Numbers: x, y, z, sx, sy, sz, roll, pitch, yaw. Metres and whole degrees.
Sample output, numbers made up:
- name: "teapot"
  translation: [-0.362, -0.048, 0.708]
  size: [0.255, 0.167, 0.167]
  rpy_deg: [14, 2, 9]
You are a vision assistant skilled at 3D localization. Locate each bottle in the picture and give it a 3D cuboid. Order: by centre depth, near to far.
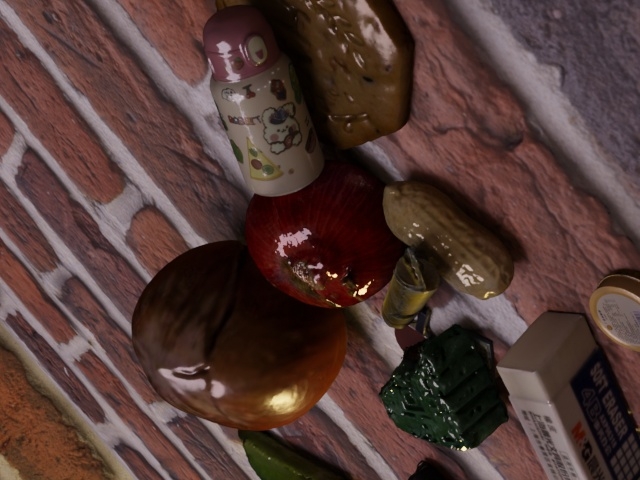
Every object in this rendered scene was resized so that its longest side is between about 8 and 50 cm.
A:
- name: "bottle"
  translation: [-0.082, -0.189, 1.428]
  size: [0.120, 0.120, 0.253]
  rpy_deg: [19, 141, 42]

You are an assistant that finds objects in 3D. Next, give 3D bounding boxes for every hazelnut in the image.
- name: "hazelnut"
  translation: [-0.140, 0.172, 1.832]
  size: [0.372, 0.372, 0.315]
  rpy_deg: [25, 116, 36]

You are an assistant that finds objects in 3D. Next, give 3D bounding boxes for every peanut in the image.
- name: "peanut"
  translation: [0.168, -0.005, 1.435]
  size: [0.214, 0.090, 0.098]
  rpy_deg: [43, -165, 14]

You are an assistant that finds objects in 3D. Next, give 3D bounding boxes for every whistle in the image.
- name: "whistle"
  translation: [0.122, 0.071, 1.511]
  size: [0.326, 0.057, 0.068]
  rpy_deg: [90, 161, -77]

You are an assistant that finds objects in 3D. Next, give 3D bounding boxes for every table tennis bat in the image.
- name: "table tennis bat"
  translation: [0.159, 0.154, 1.720]
  size: [0.095, 0.014, 0.158]
  rpy_deg: [37, 152, 23]

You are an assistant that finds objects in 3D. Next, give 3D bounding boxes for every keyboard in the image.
- name: "keyboard"
  translation: [0.247, 0.207, 1.664]
  size: [0.055, 0.014, 0.176]
  rpy_deg: [23, 143, 34]

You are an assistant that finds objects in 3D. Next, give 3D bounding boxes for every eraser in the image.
- name: "eraser"
  translation: [0.345, 0.241, 1.453]
  size: [0.081, 0.124, 0.279]
  rpy_deg: [4, 128, 52]

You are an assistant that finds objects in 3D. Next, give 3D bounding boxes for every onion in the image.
- name: "onion"
  translation: [0.002, -0.008, 1.557]
  size: [0.248, 0.161, 0.248]
  rpy_deg: [4, 100, 25]

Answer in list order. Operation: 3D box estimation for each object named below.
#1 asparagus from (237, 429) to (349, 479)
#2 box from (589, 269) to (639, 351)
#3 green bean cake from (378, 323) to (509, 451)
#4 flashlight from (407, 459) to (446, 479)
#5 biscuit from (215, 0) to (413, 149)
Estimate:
- name: "asparagus"
  translation: [-0.049, 0.532, 2.378]
  size: [0.382, 0.108, 0.128]
  rpy_deg: [23, 144, 42]
- name: "box"
  translation: [0.380, 0.086, 1.306]
  size: [0.105, 0.037, 0.106]
  rpy_deg: [34, 147, 25]
- name: "green bean cake"
  translation: [0.167, 0.222, 1.667]
  size: [0.208, 0.107, 0.193]
  rpy_deg: [4, 129, 57]
- name: "flashlight"
  translation: [0.315, 0.576, 1.950]
  size: [0.424, 0.103, 0.103]
  rpy_deg: [42, 151, 8]
- name: "biscuit"
  translation: [-0.021, -0.270, 1.419]
  size: [0.359, 0.046, 0.359]
  rpy_deg: [35, 149, 25]
